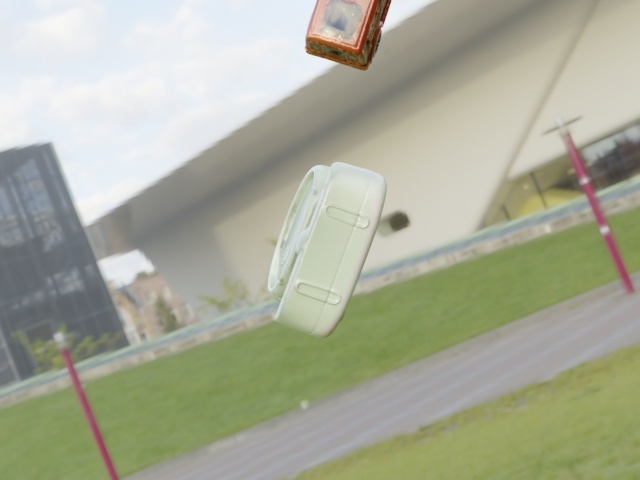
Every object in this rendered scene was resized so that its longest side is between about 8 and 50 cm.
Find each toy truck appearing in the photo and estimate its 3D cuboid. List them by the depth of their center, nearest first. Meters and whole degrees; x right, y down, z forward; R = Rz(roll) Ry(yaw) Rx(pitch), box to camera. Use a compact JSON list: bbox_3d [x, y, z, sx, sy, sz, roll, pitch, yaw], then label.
[{"bbox_3d":[0.058,-0.382,1.591,0.107,0.252,0.114,17,-2,6],"label":"toy truck"}]

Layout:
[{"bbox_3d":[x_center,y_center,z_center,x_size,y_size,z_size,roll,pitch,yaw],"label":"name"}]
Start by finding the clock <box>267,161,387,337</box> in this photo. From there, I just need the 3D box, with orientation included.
[{"bbox_3d":[0.000,0.000,1.015,0.062,0.151,0.191,19,5,-9],"label":"clock"}]
